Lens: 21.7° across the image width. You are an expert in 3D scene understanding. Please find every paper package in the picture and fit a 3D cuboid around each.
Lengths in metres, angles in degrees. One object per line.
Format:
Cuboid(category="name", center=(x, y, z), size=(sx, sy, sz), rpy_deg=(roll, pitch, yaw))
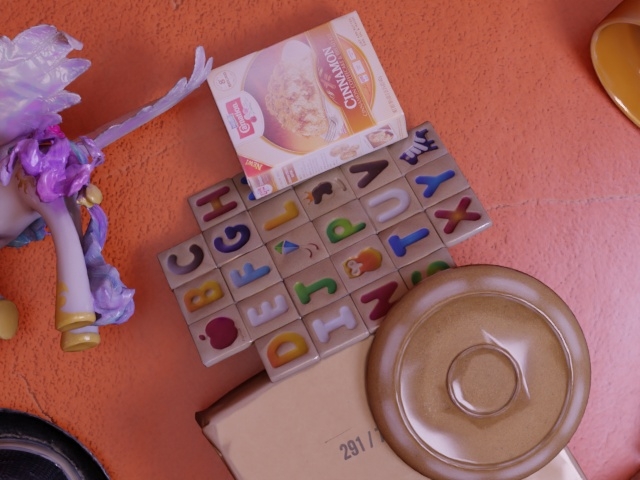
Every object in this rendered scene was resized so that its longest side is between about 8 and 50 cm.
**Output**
Cuboid(category="paper package", center=(0.079, 0.236, 1.824), size=(0.325, 0.168, 0.309), rpy_deg=(-32, 91, -4))

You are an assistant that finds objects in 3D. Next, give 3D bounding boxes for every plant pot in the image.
Cuboid(category="plant pot", center=(0.166, 0.143, 1.720), size=(0.236, 0.032, 0.236), rpy_deg=(0, 95, -4))
Cuboid(category="plant pot", center=(0.434, -0.223, 1.837), size=(0.205, 0.205, 0.188), rpy_deg=(45, 73, 0))

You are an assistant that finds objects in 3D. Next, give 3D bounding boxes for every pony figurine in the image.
Cuboid(category="pony figurine", center=(-0.301, -0.067, 1.775), size=(0.351, 0.303, 0.363), rpy_deg=(-20, 72, 30))

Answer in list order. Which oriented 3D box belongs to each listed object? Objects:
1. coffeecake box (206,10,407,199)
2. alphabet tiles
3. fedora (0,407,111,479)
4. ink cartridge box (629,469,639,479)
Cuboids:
Cuboid(category="coffeecake box", center=(-0.016, -0.151, 1.859), size=(0.185, 0.068, 0.142), rpy_deg=(-23, 69, -1))
Cuboid(category="alphabet tiles", center=(0.000, 0.000, 1.819), size=(0.342, 0.011, 0.285), rpy_deg=(-26, 50, -1))
Cuboid(category="fedora", center=(-0.379, 0.351, 1.827), size=(0.334, 0.152, 0.334), rpy_deg=(0, 89, -1))
Cuboid(category="ink cartridge box", center=(0.396, 0.324, 1.866), size=(0.056, 0.099, 0.135), rpy_deg=(-40, 89, 0))
